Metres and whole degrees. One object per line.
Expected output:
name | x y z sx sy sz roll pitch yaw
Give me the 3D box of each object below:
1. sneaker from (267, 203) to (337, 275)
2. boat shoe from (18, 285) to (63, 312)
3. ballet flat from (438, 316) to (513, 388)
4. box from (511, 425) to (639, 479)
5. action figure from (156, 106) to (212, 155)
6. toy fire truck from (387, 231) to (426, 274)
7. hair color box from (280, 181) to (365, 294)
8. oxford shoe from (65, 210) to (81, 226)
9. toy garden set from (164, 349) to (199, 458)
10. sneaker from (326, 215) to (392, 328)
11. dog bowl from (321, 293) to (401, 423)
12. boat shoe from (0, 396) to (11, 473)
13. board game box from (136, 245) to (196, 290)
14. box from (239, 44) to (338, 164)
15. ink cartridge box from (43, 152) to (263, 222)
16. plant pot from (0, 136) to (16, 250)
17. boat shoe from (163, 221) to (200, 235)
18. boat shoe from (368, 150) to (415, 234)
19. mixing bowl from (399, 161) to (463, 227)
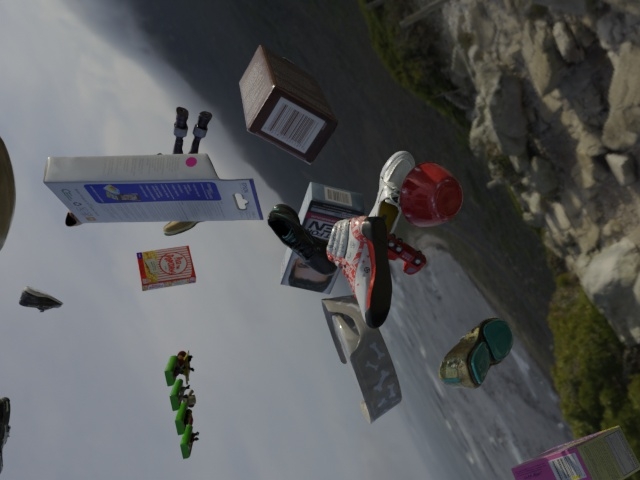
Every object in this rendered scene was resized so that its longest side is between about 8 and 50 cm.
sneaker | -0.061 0.011 1.809 0.267 0.101 0.106 44 -160 -1
boat shoe | -0.936 0.205 2.048 0.075 0.065 0.206 26 168 12
ballet flat | 0.394 0.284 1.568 0.348 0.123 0.123 -22 -94 -56
box | 0.670 0.597 1.610 0.213 0.243 0.117 -42 60 42
action figure | -0.380 -0.222 1.713 0.099 0.185 0.285 -123 48 -58
toy fire truck | 0.173 0.047 1.655 0.192 0.135 0.047 32 -149 -10
hair color box | 0.000 0.000 2.076 0.114 0.185 0.374 -93 19 -51
oxford shoe | -0.740 -0.102 1.915 0.076 0.212 0.076 48 -139 0
toy garden set | -0.359 0.425 1.659 0.204 0.049 0.244 -118 19 -79
sneaker | 0.092 0.076 1.506 0.090 0.145 0.270 -3 -89 -48
dog bowl | 0.109 0.301 1.627 0.349 0.102 0.349 160 90 -84
boat shoe | -0.825 0.506 1.564 0.084 0.079 0.233 22 115 29
board game box | -0.564 0.100 2.238 0.045 0.193 0.147 107 148 -51
box | -0.096 -0.367 1.612 0.191 0.143 0.381 26 -155 -23
ink cartridge box | -0.298 -0.093 1.150 0.176 0.371 0.069 86 -175 -68
plant pot | -0.670 -0.051 1.091 0.191 0.284 0.284 59 177 13
boat shoe | -0.420 -0.080 1.934 0.068 0.190 0.072 15 127 43
boat shoe | 0.266 -0.150 2.237 0.136 0.367 0.156 23 -177 -16
mixing bowl | 0.311 -0.114 1.634 0.098 0.181 0.181 23 143 59
